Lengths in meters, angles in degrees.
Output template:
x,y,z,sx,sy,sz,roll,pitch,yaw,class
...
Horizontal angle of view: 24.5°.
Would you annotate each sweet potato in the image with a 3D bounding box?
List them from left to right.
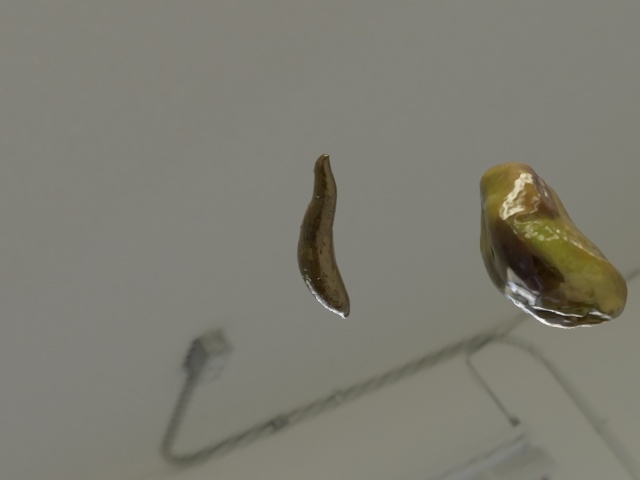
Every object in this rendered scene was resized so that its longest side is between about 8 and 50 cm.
x,y,z,sx,sy,sz,roll,pitch,yaw,class
-0.002,-0.002,1.970,0.059,0.069,0.250,-36,-52,-49,sweet potato

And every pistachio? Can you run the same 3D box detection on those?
x,y,z,sx,sy,sz,roll,pitch,yaw,class
0.207,0.014,1.412,0.100,0.189,0.110,-31,-13,-43,pistachio
